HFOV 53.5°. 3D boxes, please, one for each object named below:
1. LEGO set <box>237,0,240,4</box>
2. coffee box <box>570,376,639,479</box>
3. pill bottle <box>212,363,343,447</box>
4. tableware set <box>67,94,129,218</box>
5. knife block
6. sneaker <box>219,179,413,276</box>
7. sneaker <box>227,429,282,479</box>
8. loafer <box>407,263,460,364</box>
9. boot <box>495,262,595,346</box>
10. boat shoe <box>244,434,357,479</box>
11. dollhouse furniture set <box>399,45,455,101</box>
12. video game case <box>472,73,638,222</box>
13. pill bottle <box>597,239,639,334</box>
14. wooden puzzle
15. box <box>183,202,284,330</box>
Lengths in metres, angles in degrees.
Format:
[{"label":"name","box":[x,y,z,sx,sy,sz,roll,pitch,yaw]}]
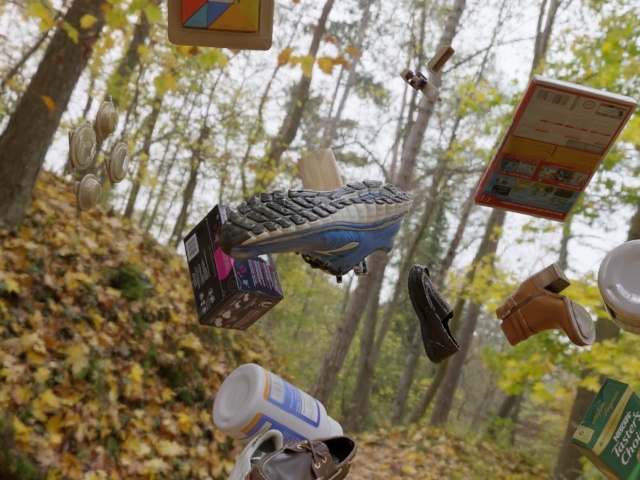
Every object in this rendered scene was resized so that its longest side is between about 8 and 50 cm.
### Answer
[{"label":"LEGO set","box":[-0.114,-0.433,1.060,0.054,0.083,0.023,11,8,-25]},{"label":"coffee box","box":[0.445,0.294,0.919,0.184,0.113,0.040,45,-15,-25]},{"label":"pill bottle","box":[-0.082,0.387,1.360,0.272,0.152,0.152,39,-19,-30]},{"label":"tableware set","box":[-0.319,-0.123,0.916,0.020,0.169,0.141,10,-53,6]},{"label":"knife block","box":[0.029,-0.049,1.441,0.088,0.276,0.242,-18,19,4]},{"label":"sneaker","box":[0.000,0.000,1.010,0.330,0.147,0.130,-8,28,-28]},{"label":"sneaker","box":[-0.119,0.409,1.003,0.090,0.235,0.095,27,-45,-9]},{"label":"loafer","box":[0.251,0.152,1.373,0.078,0.220,0.080,-20,-13,24]},{"label":"boot","box":[0.406,0.151,1.166,0.073,0.152,0.197,33,29,-23]},{"label":"boat shoe","box":[-0.018,0.278,0.791,0.073,0.073,0.207,41,9,24]},{"label":"dollhouse furniture set","box":[0.240,-0.347,1.307,0.081,0.114,0.091,50,17,30]},{"label":"video game case","box":[0.444,-0.167,1.227,0.204,0.025,0.285,11,-51,-9]},{"label":"pill bottle","box":[0.457,0.075,0.900,0.108,0.108,0.193,10,-11,30]},{"label":"wooden puzzle","box":[-0.202,-0.514,1.305,0.220,0.239,0.044,1,28,-10]},{"label":"box","box":[-0.211,0.066,1.511,0.142,0.247,0.163,17,-47,-42]}]
